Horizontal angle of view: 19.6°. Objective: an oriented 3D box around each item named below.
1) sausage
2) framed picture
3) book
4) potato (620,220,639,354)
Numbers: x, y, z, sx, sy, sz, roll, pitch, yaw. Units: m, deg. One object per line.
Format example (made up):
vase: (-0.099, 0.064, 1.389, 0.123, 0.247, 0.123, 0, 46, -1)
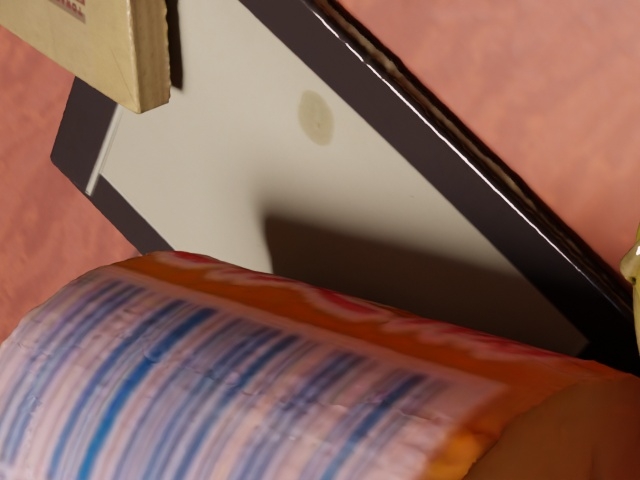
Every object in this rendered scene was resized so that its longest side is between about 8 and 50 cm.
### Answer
sausage: (-0.002, 0.138, 0.844, 0.287, 0.233, 0.233, 12, 128, 43)
framed picture: (0.000, 0.000, 0.937, 0.347, 0.016, 0.265, 45, 144, 13)
book: (-0.135, -0.190, 0.907, 0.161, 0.026, 0.231, 34, 139, 35)
potato: (0.197, 0.013, 0.602, 0.197, 0.148, 0.228, 3, 130, 22)
